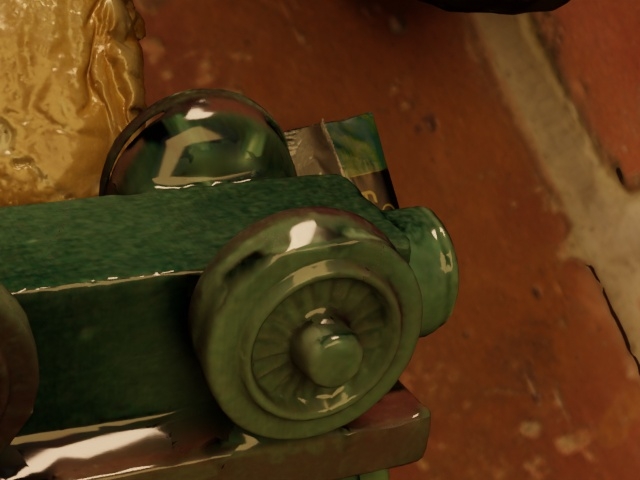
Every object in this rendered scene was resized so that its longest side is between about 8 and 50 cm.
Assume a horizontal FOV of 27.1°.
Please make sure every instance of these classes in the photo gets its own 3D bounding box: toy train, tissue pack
[{"bbox_3d":[-0.092,0.072,0.503,0.304,0.150,0.221,-7,119,-23],"label":"toy train"},{"bbox_3d":[0.001,0.001,0.632,0.085,0.079,0.111,-15,88,-26],"label":"tissue pack"}]

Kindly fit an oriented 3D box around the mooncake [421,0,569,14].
[{"bbox_3d":[0.060,-0.243,0.592,0.290,0.290,0.161,44,70,-13],"label":"mooncake"}]

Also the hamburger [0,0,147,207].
[{"bbox_3d":[-0.144,-0.060,0.571,0.147,0.083,0.138,-3,87,-25],"label":"hamburger"}]
